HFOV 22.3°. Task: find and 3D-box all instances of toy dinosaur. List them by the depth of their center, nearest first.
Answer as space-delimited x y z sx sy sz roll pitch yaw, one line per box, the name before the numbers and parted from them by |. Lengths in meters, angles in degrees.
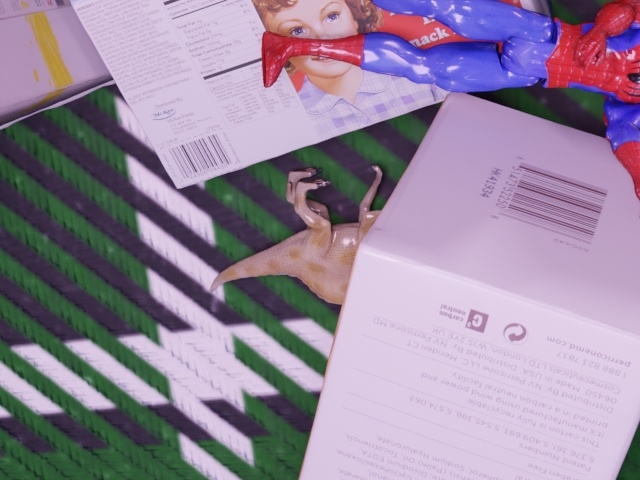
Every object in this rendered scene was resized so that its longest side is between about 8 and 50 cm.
toy dinosaur | 0.000 0.000 1.101 0.183 0.053 0.092 -5 104 14

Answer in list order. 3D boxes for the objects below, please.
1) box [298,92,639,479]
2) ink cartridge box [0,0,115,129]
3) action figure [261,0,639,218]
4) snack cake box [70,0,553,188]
box | 0.091 0.121 0.988 0.168 0.215 0.345 18 121 8
ink cartridge box | -0.307 -0.111 0.968 0.279 0.385 0.160 -19 96 16
action figure | 0.112 -0.091 0.917 0.280 0.139 0.091 4 125 -8
snack cake box | -0.002 -0.150 1.018 0.264 0.089 0.152 -17 122 16
